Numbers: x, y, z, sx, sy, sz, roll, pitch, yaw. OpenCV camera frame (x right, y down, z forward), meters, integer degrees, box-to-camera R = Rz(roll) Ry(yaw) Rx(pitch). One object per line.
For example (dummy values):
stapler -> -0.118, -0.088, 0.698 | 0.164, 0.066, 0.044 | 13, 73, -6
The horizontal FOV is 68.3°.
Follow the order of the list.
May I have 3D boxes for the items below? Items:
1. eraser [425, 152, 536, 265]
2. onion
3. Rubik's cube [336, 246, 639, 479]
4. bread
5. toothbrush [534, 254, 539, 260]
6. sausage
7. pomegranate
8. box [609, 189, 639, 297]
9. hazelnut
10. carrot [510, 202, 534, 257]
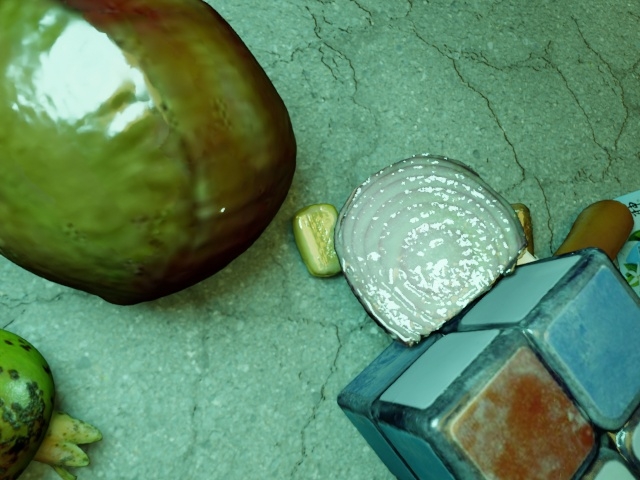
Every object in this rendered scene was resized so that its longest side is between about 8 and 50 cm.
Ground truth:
eraser -> 0.252, -0.011, 0.794 | 0.298, 0.078, 0.076 | 45, 91, 1
onion -> 0.151, 0.007, 0.712 | 0.250, 0.111, 0.247 | -38, 63, 1
Rubik's cube -> 0.258, 0.238, 0.628 | 0.313, 0.318, 0.316 | -37, 89, -20
bread -> 0.000, 0.000, 0.743 | 0.082, 0.056, 0.115 | -24, 90, -17
toothbrush -> 0.495, 0.131, 0.880 | 0.304, 0.030, 0.030 | 45, 68, -2
sausage -> 0.488, 0.023, 0.864 | 0.089, 0.083, 0.300 | 46, 60, -1
pomegranate -> -0.381, 0.210, 0.520 | 0.198, 0.198, 0.246 | -39, 130, -22
box -> 0.653, 0.014, 0.898 | 0.083, 0.142, 0.232 | -4, 78, -18
hazelnut -> -0.227, -0.140, 0.560 | 0.421, 0.353, 0.421 | 10, 48, -11
carrot -> 0.364, 0.012, 0.857 | 0.055, 0.055, 0.161 | -6, 84, -19
